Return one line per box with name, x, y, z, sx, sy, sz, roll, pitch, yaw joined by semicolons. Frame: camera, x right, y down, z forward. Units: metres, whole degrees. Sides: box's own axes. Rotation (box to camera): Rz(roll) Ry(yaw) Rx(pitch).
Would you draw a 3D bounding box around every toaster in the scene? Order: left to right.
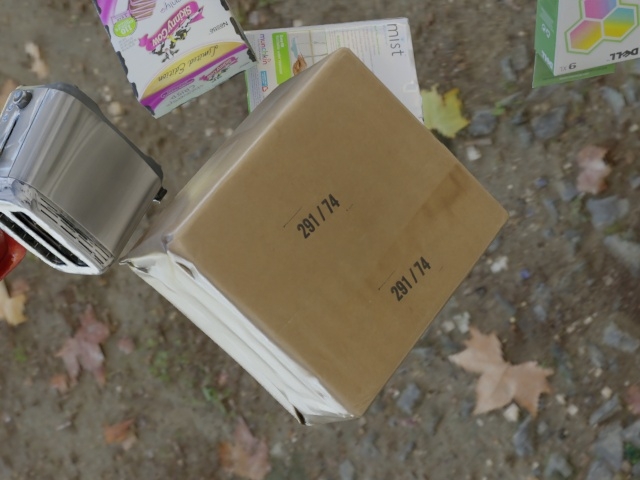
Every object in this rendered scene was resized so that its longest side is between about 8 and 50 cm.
toaster;-0.281;-0.060;1.299;0.129;0.146;0.227;4;149;39

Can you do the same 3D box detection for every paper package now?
paper package;0.000;0.000;1.329;0.309;0.325;0.168;44;156;-14

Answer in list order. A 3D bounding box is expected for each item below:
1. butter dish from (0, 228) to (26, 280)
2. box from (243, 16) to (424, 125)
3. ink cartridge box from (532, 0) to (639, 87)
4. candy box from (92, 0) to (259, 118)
butter dish;-0.483;-0.002;1.494;0.160;0.160;0.118;40;151;2
box;0.020;-0.153;1.563;0.231;0.127;0.262;-6;71;-4
ink cartridge box;0.304;-0.250;1.303;0.062;0.109;0.209;-112;12;-46
candy box;-0.203;-0.300;1.518;0.159;0.071;0.233;-28;72;5
